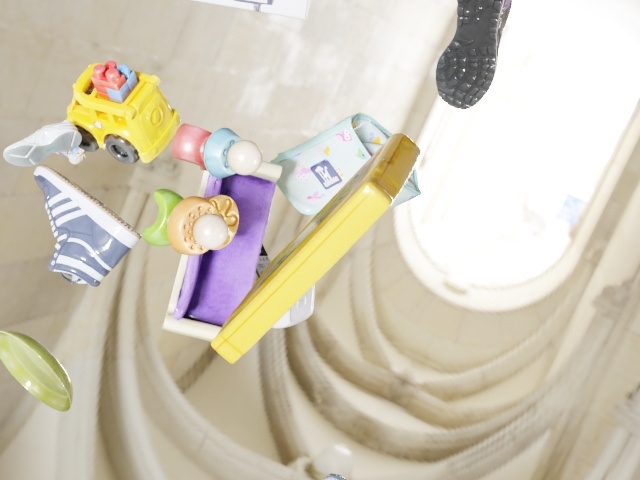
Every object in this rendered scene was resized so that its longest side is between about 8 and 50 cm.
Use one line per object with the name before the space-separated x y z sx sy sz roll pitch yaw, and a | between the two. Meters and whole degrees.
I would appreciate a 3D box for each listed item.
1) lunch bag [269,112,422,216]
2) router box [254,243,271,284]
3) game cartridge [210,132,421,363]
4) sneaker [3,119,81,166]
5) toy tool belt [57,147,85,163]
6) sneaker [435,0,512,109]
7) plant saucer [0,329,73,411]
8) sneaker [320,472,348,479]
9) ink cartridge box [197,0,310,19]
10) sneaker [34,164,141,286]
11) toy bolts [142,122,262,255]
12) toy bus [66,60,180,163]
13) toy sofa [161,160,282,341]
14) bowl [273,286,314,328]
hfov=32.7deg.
lunch bag | 0.049 -0.146 2.273 0.262 0.223 0.160 27 -134 -49
router box | -0.163 0.054 2.328 0.046 0.133 0.178 -2 -129 -34
game cartridge | 0.000 0.000 1.373 0.053 0.285 0.323 44 -162 -1
sneaker | -0.543 -0.190 2.127 0.152 0.053 0.061 -20 -136 -12
toy tool belt | -0.602 -0.225 2.626 0.083 0.051 0.052 33 -125 5
sneaker | 0.291 -0.368 1.931 0.107 0.283 0.124 26 -142 18
plant saucer | -0.638 0.285 2.456 0.241 0.241 0.037 29 -126 24
sneaker | -0.013 0.594 2.132 0.110 0.283 0.122 21 -179 20
ink cartridge box | -0.132 -0.541 2.190 0.237 0.100 0.172 9 -140 -5
sneaker | -0.475 -0.023 2.045 0.282 0.153 0.099 35 179 29
toy bolts | -0.167 -0.078 1.891 0.159 0.228 0.218 14 180 39
toy bus | -0.415 -0.278 2.156 0.220 0.149 0.211 16 149 23
toy sofa | -0.184 0.011 2.076 0.150 0.362 0.177 15 165 -9
bowl | -0.062 0.137 2.575 0.053 0.141 0.142 17 -159 34
